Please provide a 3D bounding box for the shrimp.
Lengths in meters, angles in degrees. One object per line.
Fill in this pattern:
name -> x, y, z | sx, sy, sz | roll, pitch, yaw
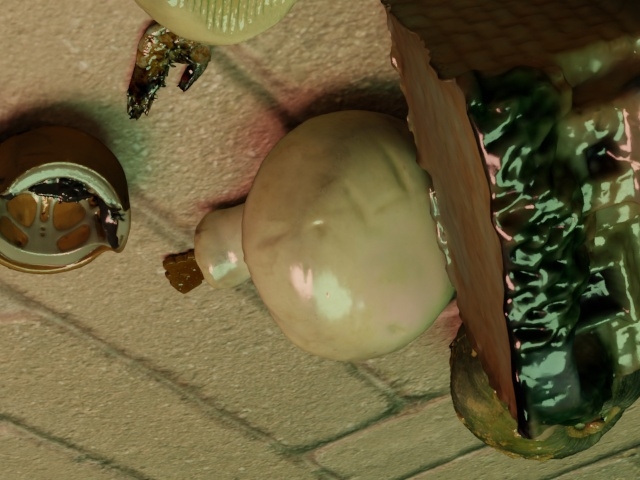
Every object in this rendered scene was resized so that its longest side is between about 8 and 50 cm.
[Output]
shrimp -> -0.181, -0.192, 1.433 | 0.091, 0.034, 0.161 | 7, 139, -24

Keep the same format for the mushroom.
mushroom -> 0.013, -0.001, 1.530 | 0.356, 0.315, 0.315 | -11, 144, -1

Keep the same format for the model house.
model house -> 0.323, -0.074, 1.293 | 0.400, 0.395, 0.445 | -17, 115, -4

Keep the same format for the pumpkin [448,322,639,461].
pumpkin -> 0.344, 0.199, 1.909 | 0.292, 0.257, 0.327 | 7, 135, -43

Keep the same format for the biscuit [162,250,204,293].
biscuit -> -0.189, 0.045, 1.764 | 0.082, 0.016, 0.092 | -5, 145, -17

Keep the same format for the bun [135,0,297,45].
bun -> -0.114, -0.307, 1.234 | 0.222, 0.127, 0.222 | -17, 125, -26

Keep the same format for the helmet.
helmet -> -0.326, -0.061, 1.491 | 0.198, 0.130, 0.224 | 9, 149, -20
